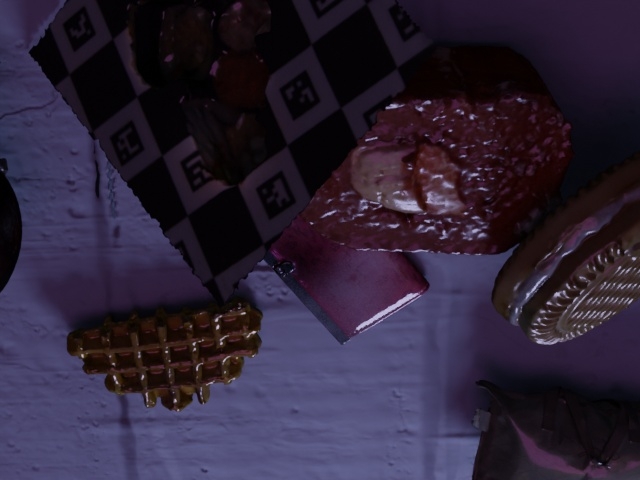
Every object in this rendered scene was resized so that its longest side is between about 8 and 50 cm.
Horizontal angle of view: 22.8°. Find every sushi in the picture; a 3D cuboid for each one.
[{"bbox_3d":[-0.073,-0.170,1.422,0.320,0.069,0.339,-50,64,25],"label":"sushi"}]

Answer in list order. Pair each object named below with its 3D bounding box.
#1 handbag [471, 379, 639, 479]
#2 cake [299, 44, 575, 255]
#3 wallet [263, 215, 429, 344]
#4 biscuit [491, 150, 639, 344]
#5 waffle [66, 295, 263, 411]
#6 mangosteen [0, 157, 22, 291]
[{"bbox_3d":[0.286,0.229,1.714,0.270,0.117,0.182,7,114,-2],"label":"handbag"},{"bbox_3d":[0.096,-0.082,1.489,0.283,0.151,0.177,-3,117,-7],"label":"cake"},{"bbox_3d":[0.000,0.000,1.623,0.119,0.025,0.232,-33,117,18],"label":"wallet"},{"bbox_3d":[0.278,0.006,1.520,0.259,0.259,0.079,-48,68,26],"label":"biscuit"},{"bbox_3d":[-0.157,0.106,1.680,0.192,0.046,0.160,-39,114,21],"label":"waffle"},{"bbox_3d":[-0.377,-0.040,1.491,0.235,0.235,0.261,30,106,-17],"label":"mangosteen"}]
